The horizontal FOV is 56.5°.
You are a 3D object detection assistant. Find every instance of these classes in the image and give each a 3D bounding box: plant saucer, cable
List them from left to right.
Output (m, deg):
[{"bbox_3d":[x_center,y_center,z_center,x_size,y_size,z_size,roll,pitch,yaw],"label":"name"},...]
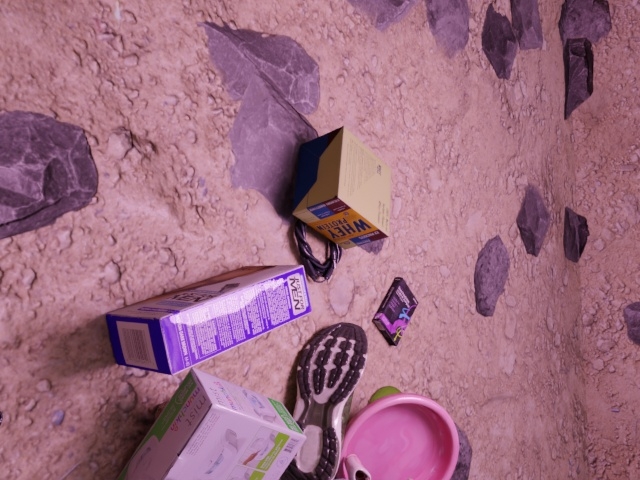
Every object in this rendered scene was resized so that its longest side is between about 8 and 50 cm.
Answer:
[{"bbox_3d":[0.000,0.000,1.446,0.150,0.047,0.184,-44,120,-38],"label":"cable"},{"bbox_3d":[0.187,0.537,1.519,0.332,0.084,0.332,-3,101,-15],"label":"plant saucer"}]

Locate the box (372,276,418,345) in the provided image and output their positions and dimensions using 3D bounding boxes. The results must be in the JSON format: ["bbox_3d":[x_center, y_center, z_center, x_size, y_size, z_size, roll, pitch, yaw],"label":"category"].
[{"bbox_3d":[0.215,0.200,1.687,0.116,0.029,0.162,54,52,-31],"label":"box"}]

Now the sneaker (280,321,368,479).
[{"bbox_3d":[0.012,0.395,1.424,0.182,0.158,0.410,75,32,-62],"label":"sneaker"}]

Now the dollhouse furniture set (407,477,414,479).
[{"bbox_3d":[0.228,0.738,1.398,0.259,0.135,0.262,89,21,-52],"label":"dollhouse furniture set"}]

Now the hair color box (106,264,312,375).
[{"bbox_3d":[-0.200,0.136,1.126,0.338,0.185,0.110,-16,100,-47],"label":"hair color box"}]

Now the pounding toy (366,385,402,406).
[{"bbox_3d":[0.201,0.513,1.605,0.237,0.110,0.183,-53,125,-34],"label":"pounding toy"}]

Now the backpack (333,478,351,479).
[{"bbox_3d":[0.049,0.628,1.337,0.166,0.188,0.144,-53,127,-44],"label":"backpack"}]

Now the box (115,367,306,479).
[{"bbox_3d":[-0.198,0.401,1.082,0.231,0.127,0.262,32,93,-35],"label":"box"}]

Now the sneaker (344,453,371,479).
[{"bbox_3d":[0.098,0.582,1.422,0.051,0.070,0.134,-24,107,-12],"label":"sneaker"}]

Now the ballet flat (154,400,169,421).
[{"bbox_3d":[-0.237,0.381,1.168,0.206,0.067,0.073,44,58,-38],"label":"ballet flat"}]

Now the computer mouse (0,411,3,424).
[{"bbox_3d":[-0.555,0.367,0.822,0.188,0.072,0.272,19,76,-46],"label":"computer mouse"}]

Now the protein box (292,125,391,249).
[{"bbox_3d":[0.056,-0.119,1.414,0.201,0.136,0.200,34,51,-41],"label":"protein box"}]
